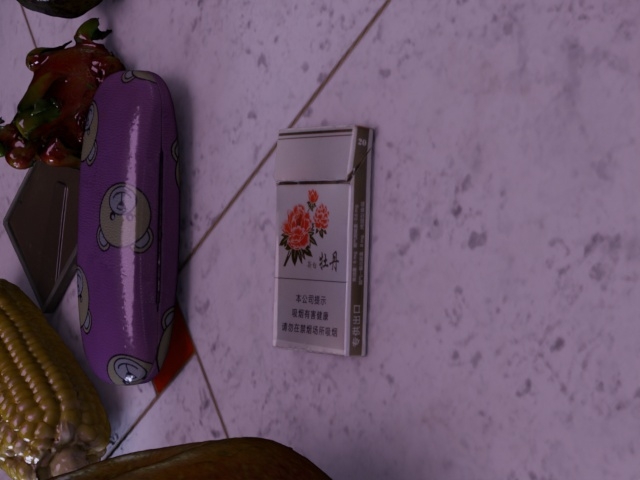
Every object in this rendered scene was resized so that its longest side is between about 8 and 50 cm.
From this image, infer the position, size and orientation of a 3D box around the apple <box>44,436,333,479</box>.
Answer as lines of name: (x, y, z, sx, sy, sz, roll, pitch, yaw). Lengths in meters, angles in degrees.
apple: (-0.120, 0.340, 1.255, 0.384, 0.374, 0.374, -17, 72, 14)

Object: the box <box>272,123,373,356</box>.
box: (0.000, 0.000, 1.385, 0.109, 0.029, 0.198, 2, 90, 52)

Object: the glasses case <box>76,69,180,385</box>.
glasses case: (-0.193, -0.013, 1.594, 0.123, 0.076, 0.316, 0, 88, 52)

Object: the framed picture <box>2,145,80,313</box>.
framed picture: (-0.291, -0.040, 1.772, 0.203, 0.015, 0.150, -57, 47, 32)

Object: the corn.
corn: (-0.328, 0.147, 1.719, 0.347, 0.130, 0.130, 51, 126, 40)

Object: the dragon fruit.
dragon fruit: (-0.271, -0.139, 1.672, 0.138, 0.175, 0.142, -32, 92, 48)

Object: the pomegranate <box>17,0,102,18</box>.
pomegranate: (-0.263, -0.308, 1.685, 0.125, 0.163, 0.138, 63, 170, -26)
